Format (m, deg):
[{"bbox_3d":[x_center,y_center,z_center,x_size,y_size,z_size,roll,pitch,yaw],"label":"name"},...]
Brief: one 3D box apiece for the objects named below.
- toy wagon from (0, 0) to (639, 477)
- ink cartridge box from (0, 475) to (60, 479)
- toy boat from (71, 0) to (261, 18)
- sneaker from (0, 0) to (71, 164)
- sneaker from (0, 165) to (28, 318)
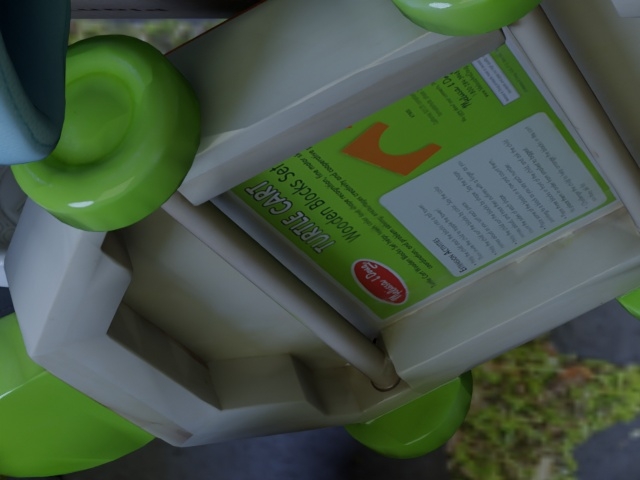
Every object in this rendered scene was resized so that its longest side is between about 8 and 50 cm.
[{"bbox_3d":[0.000,0.000,0.622,0.344,0.068,0.267,-27,150,12],"label":"toy wagon"},{"bbox_3d":[-0.198,0.158,0.775,0.128,0.176,0.127,-4,79,14],"label":"ink cartridge box"},{"bbox_3d":[-0.069,-0.151,0.609,0.231,0.151,0.151,1,94,10],"label":"toy boat"},{"bbox_3d":[-0.073,-0.188,0.492,0.150,0.135,0.366,14,89,13],"label":"sneaker"},{"bbox_3d":[-0.160,0.016,0.751,0.296,0.104,0.147,-1,138,3],"label":"sneaker"}]
